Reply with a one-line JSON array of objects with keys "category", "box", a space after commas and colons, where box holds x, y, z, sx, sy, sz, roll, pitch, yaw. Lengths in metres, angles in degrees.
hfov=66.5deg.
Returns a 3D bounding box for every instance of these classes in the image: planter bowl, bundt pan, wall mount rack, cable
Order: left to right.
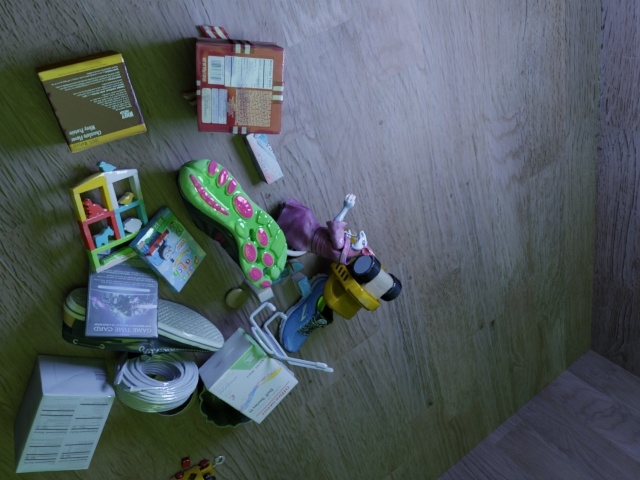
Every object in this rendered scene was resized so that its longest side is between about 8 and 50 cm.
[{"category": "cable", "box": [-0.520, 0.432, 1.549, 0.257, 0.257, 0.089, 17, 108, -21]}, {"category": "planter bowl", "box": [-0.496, 0.532, 1.690, 0.162, 0.162, 0.109, -37, 153, -12]}, {"category": "bundt pan", "box": [-0.310, 0.521, 1.810, 0.330, 0.124, 0.331, -14, 119, -28]}, {"category": "wall mount rack", "box": [-0.107, 0.367, 1.699, 0.130, 0.304, 0.350, -39, 161, -5]}]

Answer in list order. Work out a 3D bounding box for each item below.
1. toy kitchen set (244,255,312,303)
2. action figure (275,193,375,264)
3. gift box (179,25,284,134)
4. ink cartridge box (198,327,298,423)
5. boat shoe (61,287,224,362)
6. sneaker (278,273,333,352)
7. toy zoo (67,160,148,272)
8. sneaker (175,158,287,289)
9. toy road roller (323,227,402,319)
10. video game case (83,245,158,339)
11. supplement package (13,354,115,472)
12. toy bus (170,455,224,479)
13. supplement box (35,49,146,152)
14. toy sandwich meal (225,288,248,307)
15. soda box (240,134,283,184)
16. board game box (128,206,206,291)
[{"category": "toy kitchen set", "box": [-0.136, 0.178, 1.759, 0.207, 0.122, 0.166, -30, 125, -17]}, {"category": "action figure", "box": [0.000, 0.000, 1.602, 0.276, 0.370, 0.248, -54, 146, -26]}, {"category": "gift box", "box": [-0.242, -0.435, 1.325, 0.276, 0.258, 0.255, 4, 113, -13]}, {"category": "ink cartridge box", "box": [-0.224, 0.488, 1.695, 0.207, 0.119, 0.353, -46, 128, -7]}, {"category": "boat shoe", "box": [-0.543, 0.281, 1.518, 0.500, 0.187, 0.156, 18, 106, -32]}, {"category": "sneaker", "box": [-0.040, 0.292, 1.860, 0.129, 0.147, 0.330, 25, 98, -38]}, {"category": "toy zoo", "box": [-0.581, -0.079, 1.364, 0.192, 0.030, 0.293, -33, 129, -45]}, {"category": "sneaker", "box": [-0.268, -0.053, 1.511, 0.185, 0.202, 0.483, -42, 120, -21]}, {"category": "toy road roller", "box": [0.109, 0.130, 1.779, 0.240, 0.329, 0.202, -43, 128, 6]}, {"category": "video game case", "box": [-0.569, 0.147, 1.412, 0.196, 0.026, 0.274, 10, 62, -35]}, {"category": "supplement package", "box": [-0.770, 0.513, 1.463, 0.198, 0.199, 0.263, 16, 103, -37]}, {"category": "toy bus", "box": [-0.482, 0.953, 1.917, 0.191, 0.104, 0.202, 31, 94, -39]}, {"category": "supplement box", "box": [-0.571, -0.351, 1.225, 0.191, 0.129, 0.194, -24, 122, -22]}, {"category": "toy sandwich meal", "box": [-0.296, 0.202, 1.729, 0.085, 0.029, 0.086, -11, 116, -23]}, {"category": "soda box", "box": [-0.186, -0.272, 1.555, 0.063, 0.058, 0.183, -34, 127, -15]}, {"category": "board game box", "box": [-0.459, 0.029, 1.492, 0.160, 0.039, 0.212, -60, 136, -33]}]
